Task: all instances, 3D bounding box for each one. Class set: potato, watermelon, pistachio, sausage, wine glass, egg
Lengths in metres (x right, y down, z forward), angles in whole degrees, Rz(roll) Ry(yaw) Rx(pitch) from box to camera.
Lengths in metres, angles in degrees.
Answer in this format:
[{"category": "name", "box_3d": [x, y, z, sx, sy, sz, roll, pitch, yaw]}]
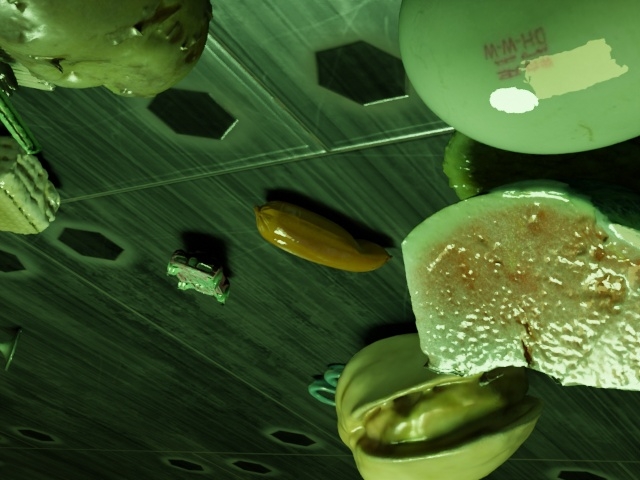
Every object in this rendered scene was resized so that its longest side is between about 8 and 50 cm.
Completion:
[{"category": "potato", "box_3d": [-0.183, -0.202, 0.719, 0.165, 0.165, 0.262, -1, 155, 26]}, {"category": "watermelon", "box_3d": [0.232, 0.045, 0.839, 0.305, 0.180, 0.224, 3, 164, 38]}, {"category": "pistachio", "box_3d": [0.151, 0.234, 1.379, 0.321, 0.229, 0.238, -24, 178, 43]}, {"category": "sausage", "box_3d": [0.000, 0.000, 1.163, 0.183, 0.054, 0.062, 23, 180, -26]}, {"category": "wine glass", "box_3d": [-0.621, 0.158, 1.723, 0.195, 0.079, 0.079, 20, 153, -16]}, {"category": "egg", "box_3d": [0.174, -0.152, 0.639, 0.264, 0.183, 0.183, -13, 144, 30]}]

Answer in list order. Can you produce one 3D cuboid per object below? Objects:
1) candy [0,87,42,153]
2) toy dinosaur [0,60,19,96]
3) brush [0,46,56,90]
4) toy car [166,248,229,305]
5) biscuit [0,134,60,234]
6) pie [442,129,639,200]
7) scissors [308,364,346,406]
[{"category": "candy", "box_3d": [-0.300, -0.203, 0.729, 0.335, 0.092, 0.093, 61, 167, -25]}, {"category": "toy dinosaur", "box_3d": [-0.373, -0.134, 0.922, 0.087, 0.187, 0.179, -4, 175, 30]}, {"category": "brush", "box_3d": [-0.401, -0.201, 0.989, 0.272, 0.013, 0.103, 11, 153, 4]}, {"category": "toy car", "box_3d": [-0.155, 0.042, 1.313, 0.069, 0.055, 0.142, 18, 165, 7]}, {"category": "biscuit", "box_3d": [-0.529, -0.084, 1.204, 0.426, 0.078, 0.144, 7, 154, 12]}, {"category": "pie", "box_3d": [0.252, -0.066, 0.907, 0.277, 0.078, 0.277, 15, 156, 7]}, {"category": "scissors", "box_3d": [0.125, 0.274, 1.659, 0.289, 0.041, 0.138, 20, 145, -14]}]
